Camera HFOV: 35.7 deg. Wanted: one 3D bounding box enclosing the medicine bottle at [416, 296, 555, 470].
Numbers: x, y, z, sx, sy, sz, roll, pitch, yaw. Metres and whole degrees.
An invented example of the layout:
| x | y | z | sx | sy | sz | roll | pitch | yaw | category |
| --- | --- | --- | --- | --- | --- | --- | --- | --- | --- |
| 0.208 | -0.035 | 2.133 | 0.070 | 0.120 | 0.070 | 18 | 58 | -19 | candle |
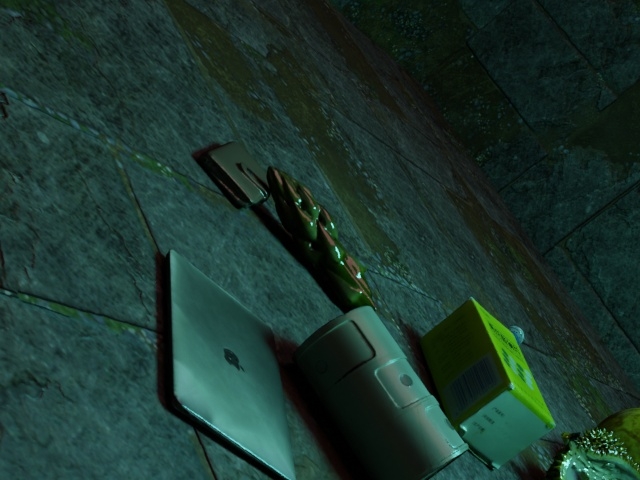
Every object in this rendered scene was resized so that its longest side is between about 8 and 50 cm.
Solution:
| x | y | z | sx | sy | sz | roll | pitch | yaw | category |
| --- | --- | --- | --- | --- | --- | --- | --- | --- | --- |
| 0.276 | 0.238 | 1.687 | 0.137 | 0.141 | 0.250 | 38 | 21 | -28 | medicine bottle |

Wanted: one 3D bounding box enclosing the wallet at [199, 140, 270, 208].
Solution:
| x | y | z | sx | sy | sz | roll | pitch | yaw | category |
| --- | --- | --- | --- | --- | --- | --- | --- | --- | --- |
| -0.125 | -0.105 | 1.556 | 0.118 | 0.039 | 0.153 | 47 | 15 | -3 | wallet |

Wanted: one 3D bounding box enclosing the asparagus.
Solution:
| x | y | z | sx | sy | sz | roll | pitch | yaw | category |
| --- | --- | --- | --- | --- | --- | --- | --- | --- | --- |
| 0.000 | 0.000 | 1.569 | 0.287 | 0.080 | 0.080 | 54 | 16 | -11 | asparagus |

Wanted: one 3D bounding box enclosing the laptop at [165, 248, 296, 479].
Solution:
| x | y | z | sx | sy | sz | roll | pitch | yaw | category |
| --- | --- | --- | --- | --- | --- | --- | --- | --- | --- |
| -0.105 | 0.137 | 1.125 | 0.187 | 0.015 | 0.269 | 41 | 19 | -30 | laptop |

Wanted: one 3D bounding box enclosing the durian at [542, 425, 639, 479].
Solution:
| x | y | z | sx | sy | sz | roll | pitch | yaw | category |
| --- | --- | --- | --- | --- | --- | --- | --- | --- | --- |
| 0.466 | 0.422 | 1.767 | 0.137 | 0.193 | 0.237 | -4 | -55 | 57 | durian |

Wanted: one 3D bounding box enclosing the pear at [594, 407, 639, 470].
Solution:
| x | y | z | sx | sy | sz | roll | pitch | yaw | category |
| --- | --- | --- | --- | --- | --- | --- | --- | --- | --- |
| 0.642 | 0.460 | 1.959 | 0.281 | 0.280 | 0.281 | 45 | 17 | -18 | pear |

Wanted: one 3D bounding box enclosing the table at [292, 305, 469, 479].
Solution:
| x | y | z | sx | sy | sz | roll | pitch | yaw | category |
| --- | --- | --- | --- | --- | --- | --- | --- | --- | --- |
| 0.074 | 0.206 | 1.252 | 0.220 | 0.126 | 0.126 | 55 | 17 | 18 | table |

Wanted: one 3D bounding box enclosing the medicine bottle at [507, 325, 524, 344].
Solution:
| x | y | z | sx | sy | sz | roll | pitch | yaw | category |
| --- | --- | --- | --- | --- | --- | --- | --- | --- | --- |
| 0.423 | 0.227 | 2.239 | 0.051 | 0.051 | 0.191 | 53 | 18 | 9 | medicine bottle |
